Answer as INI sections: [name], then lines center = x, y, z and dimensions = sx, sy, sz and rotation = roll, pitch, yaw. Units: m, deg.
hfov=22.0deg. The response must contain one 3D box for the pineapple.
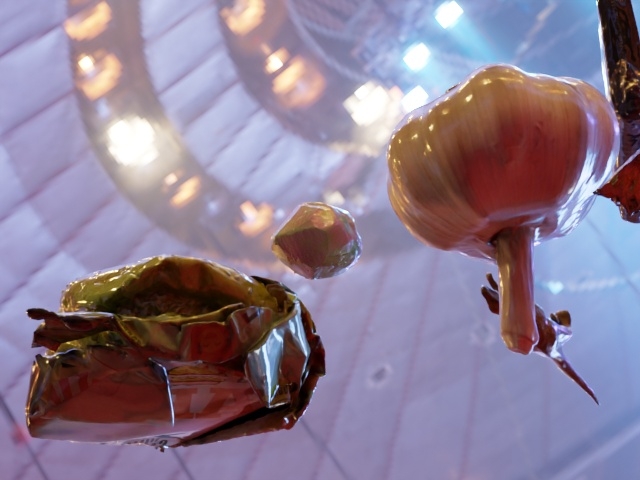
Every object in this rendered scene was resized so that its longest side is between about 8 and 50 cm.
[pineapple]
center = 0.205, -0.042, 0.966
dimensions = 0.083, 0.045, 0.019
rotation = -46, 1, 13

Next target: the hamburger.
[hamburger]
center = -0.125, 0.077, 1.223
dimensions = 0.235, 0.125, 0.214
rotation = 26, -39, -31

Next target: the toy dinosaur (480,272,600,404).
[toy dinosaur]
center = 0.196, 0.092, 1.448
dimensions = 0.039, 0.162, 0.126
rotation = -33, -1, 21

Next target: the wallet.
[wallet]
center = 0.288, -0.127, 1.551
dimensions = 0.044, 0.149, 0.250
rotation = -9, -27, 8

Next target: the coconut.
[coconut]
center = 0.000, 0.000, 1.622
dimensions = 0.081, 0.082, 0.083
rotation = -45, -15, -26

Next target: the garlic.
[garlic]
center = 0.155, -0.019, 1.311
dimensions = 0.199, 0.226, 0.199
rotation = -8, -27, -4
